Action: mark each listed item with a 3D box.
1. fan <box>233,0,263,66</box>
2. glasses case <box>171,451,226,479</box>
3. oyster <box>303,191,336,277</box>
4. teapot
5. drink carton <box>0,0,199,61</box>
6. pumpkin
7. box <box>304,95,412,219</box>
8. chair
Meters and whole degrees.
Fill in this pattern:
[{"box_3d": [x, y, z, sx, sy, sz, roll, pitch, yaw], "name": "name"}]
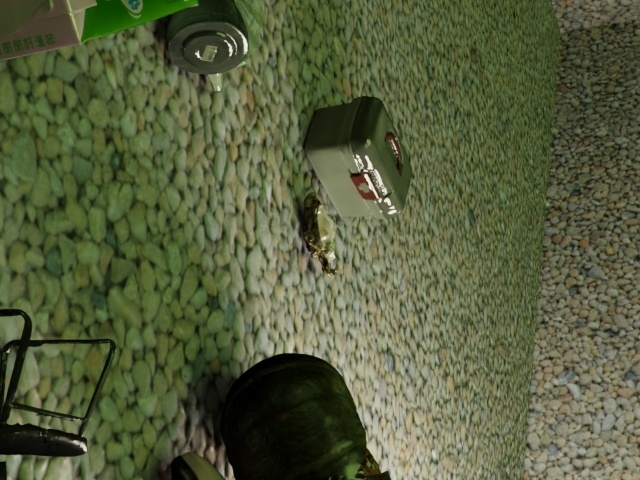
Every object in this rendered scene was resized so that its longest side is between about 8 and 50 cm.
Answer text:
[{"box_3d": [-0.122, -0.363, 1.585, 0.131, 0.009, 0.240, 51, 41, -53], "name": "fan"}, {"box_3d": [-0.116, 0.404, 1.336, 0.075, 0.122, 0.314, -29, 121, -14], "name": "glasses case"}, {"box_3d": [-0.003, -0.008, 1.721, 0.103, 0.051, 0.148, -17, 102, -82], "name": "oyster"}, {"box_3d": [-0.147, -0.290, 1.407, 0.149, 0.111, 0.108, 37, 39, -51], "name": "teapot"}, {"box_3d": [-0.265, -0.273, 1.096, 0.271, 0.161, 0.108, -45, 126, -61], "name": "drink carton"}, {"box_3d": [-0.016, 0.306, 1.389, 0.320, 0.192, 0.320, 156, -90, -84], "name": "pumpkin"}, {"box_3d": [0.071, -0.144, 1.809, 0.210, 0.129, 0.148, 60, 36, -41], "name": "box"}, {"box_3d": [-0.302, 0.188, 0.956, 0.140, 0.145, 0.221, 33, 58, -58], "name": "chair"}]
